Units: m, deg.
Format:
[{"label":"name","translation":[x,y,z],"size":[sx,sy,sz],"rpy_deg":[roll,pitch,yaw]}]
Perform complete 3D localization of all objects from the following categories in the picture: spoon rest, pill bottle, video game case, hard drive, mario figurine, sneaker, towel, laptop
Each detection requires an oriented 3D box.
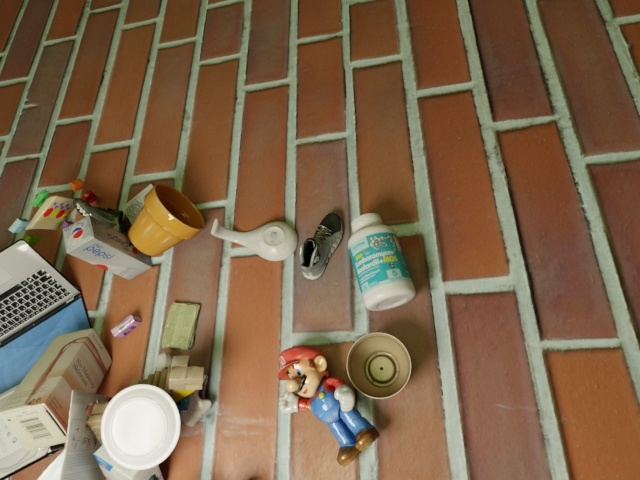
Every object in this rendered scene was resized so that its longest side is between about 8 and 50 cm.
[{"label":"spoon rest","translation":[-0.210,-0.012,1.374],"size":[0.276,0.084,0.137],"rpy_deg":[11,71,4]},{"label":"pill bottle","translation":[0.164,0.056,1.201],"size":[0.146,0.146,0.264],"rpy_deg":[-18,64,6]},{"label":"video game case","translation":[-0.642,-0.115,1.549],"size":[0.143,0.019,0.157],"rpy_deg":[-41,64,-5]},{"label":"hard drive","translation":[-0.977,0.602,1.281],"size":[0.339,0.064,0.236],"rpy_deg":[-28,72,2]},{"label":"mario figurine","translation":[-0.012,0.416,1.080],"size":[0.198,0.170,0.320],"rpy_deg":[-41,65,-3]},{"label":"sneaker","translation":[-0.769,-0.083,1.509],"size":[0.234,0.078,0.106],"rpy_deg":[42,69,-3]},{"label":"towel","translation":[-0.442,0.269,1.328],"size":[0.110,0.027,0.148],"rpy_deg":[0,67,15]},{"label":"sneaker","translation":[-0.390,0.413,1.230],"size":[0.115,0.090,0.232],"rpy_deg":[-36,72,-10]},{"label":"laptop","translation":[-0.994,0.285,1.352],"size":[0.382,0.408,0.236],"rpy_deg":[-32,30,-2]},{"label":"sneaker","translation":[0.000,0.000,1.273],"size":[0.086,0.132,0.228],"rpy_deg":[15,72,19]}]

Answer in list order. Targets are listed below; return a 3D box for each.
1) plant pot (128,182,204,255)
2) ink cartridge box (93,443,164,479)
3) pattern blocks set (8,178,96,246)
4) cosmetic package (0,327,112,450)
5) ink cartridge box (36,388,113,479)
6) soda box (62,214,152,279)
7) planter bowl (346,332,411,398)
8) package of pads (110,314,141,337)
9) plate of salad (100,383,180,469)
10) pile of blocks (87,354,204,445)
[{"label":"plant pot","translation":[-0.529,-0.053,1.408],"size":[0.188,0.205,0.205],"rpy_deg":[-42,63,12]},{"label":"ink cartridge box","translation":[-0.497,0.625,1.118],"size":[0.134,0.231,0.078],"rpy_deg":[18,38,20]},{"label":"pattern blocks set","translation":[-0.921,-0.097,1.458],"size":[0.026,0.325,0.285],"rpy_deg":[37,78,-5]},{"label":"cosmetic package","translation":[-0.729,0.407,1.189],"size":[0.129,0.153,0.296],"rpy_deg":[-13,28,2]},{"label":"ink cartridge box","translation":[-0.642,0.598,1.076],"size":[0.091,0.308,0.384],"rpy_deg":[-2,66,-8]},{"label":"soda box","translation":[-0.670,0.031,1.343],"size":[0.098,0.286,0.091],"rpy_deg":[-28,65,2]},{"label":"planter bowl","translation":[0.158,0.332,1.103],"size":[0.162,0.109,0.162],"rpy_deg":[-5,67,13]},{"label":"package of pads","translation":[-0.625,0.276,1.358],"size":[0.083,0.050,0.032],"rpy_deg":[-40,69,-5]},{"label":"plate of salad","translation":[-0.442,0.458,1.042],"size":[0.200,0.048,0.199],"rpy_deg":[0,80,2]},{"label":"pile of blocks","translation":[-0.451,0.425,1.146],"size":[0.362,0.149,0.112],"rpy_deg":[-29,31,8]}]
